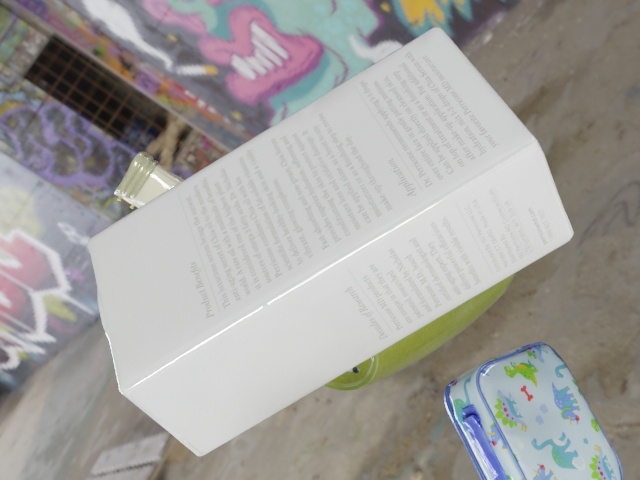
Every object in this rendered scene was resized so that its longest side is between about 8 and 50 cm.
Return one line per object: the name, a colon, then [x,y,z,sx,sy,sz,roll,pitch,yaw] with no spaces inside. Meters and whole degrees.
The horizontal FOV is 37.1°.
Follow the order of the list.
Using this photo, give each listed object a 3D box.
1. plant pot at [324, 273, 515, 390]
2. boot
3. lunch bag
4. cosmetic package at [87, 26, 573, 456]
plant pot: [0.078,0.058,1.242,0.275,0.275,0.293,-41,2,43]
boot: [-0.240,-0.040,1.475,0.077,0.165,0.213,-62,4,-35]
lunch bag: [0.262,0.246,1.193,0.176,0.219,0.090,-16,-18,-39]
cosmetic package: [0.000,0.000,1.002,0.453,0.161,0.230,-30,45,5]
